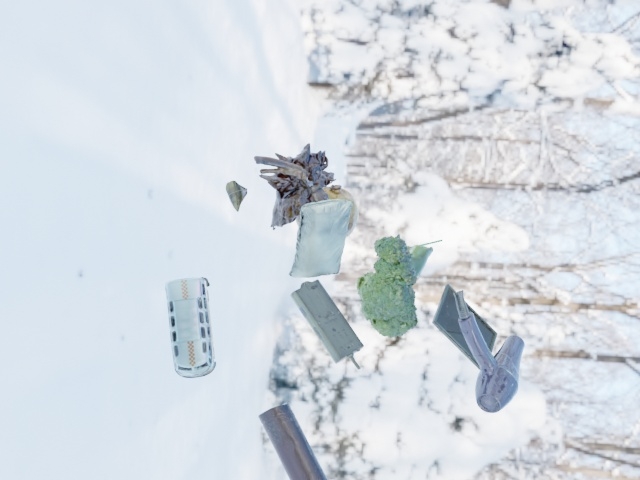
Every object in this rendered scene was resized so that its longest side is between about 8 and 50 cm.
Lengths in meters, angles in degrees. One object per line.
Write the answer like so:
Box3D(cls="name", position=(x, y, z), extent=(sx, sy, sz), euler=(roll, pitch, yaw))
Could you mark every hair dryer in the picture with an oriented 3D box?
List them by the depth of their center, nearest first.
Box3D(cls="hair dryer", position=(0.484, 0.287, 2.281), extent=(0.361, 0.121, 0.301), euler=(62, 38, -17))

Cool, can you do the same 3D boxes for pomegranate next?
Box3D(cls="pomegranate", position=(0.023, -0.095, 2.623), extent=(0.215, 0.216, 0.215), euler=(3, 90, -88))

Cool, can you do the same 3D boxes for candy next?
Box3D(cls="candy", position=(0.331, 0.021, 2.717), extent=(0.060, 0.201, 0.060), euler=(37, 46, -52))

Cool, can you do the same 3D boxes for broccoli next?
Box3D(cls="broccoli", position=(0.192, 0.098, 2.184), extent=(0.254, 0.186, 0.302), euler=(57, 34, -49))

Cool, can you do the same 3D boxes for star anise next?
Box3D(cls="star anise", position=(-0.065, -0.135, 1.919), extent=(0.148, 0.237, 0.346), euler=(45, 2, 32))

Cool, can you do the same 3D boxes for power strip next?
Box3D(cls="power strip", position=(0.026, 0.222, 2.020), extent=(0.268, 0.092, 0.034), euler=(55, -33, 14))

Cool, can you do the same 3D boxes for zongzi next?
Box3D(cls="zongzi", position=(-0.195, -0.100, 1.903), extent=(0.076, 0.040, 0.083), euler=(25, 41, -67))

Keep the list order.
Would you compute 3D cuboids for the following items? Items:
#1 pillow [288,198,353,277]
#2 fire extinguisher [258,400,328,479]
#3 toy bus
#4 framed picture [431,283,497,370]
Box3D(cls="pillow", position=(0.000, 0.000, 1.830), extent=(0.051, 0.128, 0.229), euler=(-113, -154, -47))
Box3D(cls="fire extinguisher", position=(-0.030, 0.462, 1.618), extent=(0.267, 0.089, 0.072), euler=(61, -16, 12))
Box3D(cls="toy bus", position=(-0.248, 0.163, 1.486), extent=(0.089, 0.087, 0.193), euler=(108, -25, -78))
Box3D(cls="framed picture", position=(0.461, 0.278, 2.476), extent=(0.016, 0.250, 0.184), euler=(-34, -161, 42))
